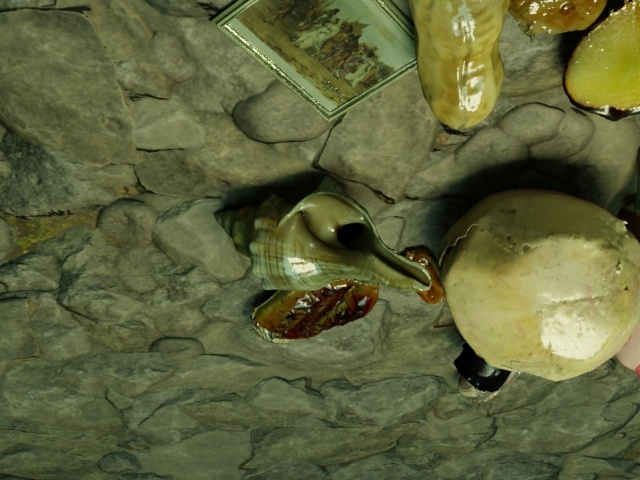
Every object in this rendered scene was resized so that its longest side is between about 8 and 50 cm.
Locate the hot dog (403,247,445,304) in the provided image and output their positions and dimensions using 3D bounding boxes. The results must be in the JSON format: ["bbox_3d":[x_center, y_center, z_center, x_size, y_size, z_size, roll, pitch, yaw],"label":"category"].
[{"bbox_3d":[0.202,0.070,1.790,0.071,0.045,0.165,-20,140,20],"label":"hot dog"}]

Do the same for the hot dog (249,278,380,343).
[{"bbox_3d":[-0.012,0.127,1.808,0.270,0.082,0.162,-31,134,30],"label":"hot dog"}]

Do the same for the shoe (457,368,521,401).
[{"bbox_3d":[0.358,0.287,2.059,0.092,0.089,0.180,23,131,-34],"label":"shoe"}]

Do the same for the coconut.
[{"bbox_3d":[0.372,0.064,1.611,0.352,0.353,0.353,-4,142,-3],"label":"coconut"}]

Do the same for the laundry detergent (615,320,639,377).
[{"bbox_3d":[0.576,0.146,1.699,0.087,0.335,0.159,3,141,-19],"label":"laundry detergent"}]

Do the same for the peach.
[{"bbox_3d":[0.438,-0.277,1.345,0.189,0.068,0.279,-12,148,3],"label":"peach"}]

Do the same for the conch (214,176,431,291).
[{"bbox_3d":[0.001,-0.004,1.571,0.386,0.169,0.203,9,106,6],"label":"conch"}]

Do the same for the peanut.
[{"bbox_3d":[0.183,-0.281,1.251,0.147,0.147,0.305,-7,142,2],"label":"peanut"}]

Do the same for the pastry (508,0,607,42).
[{"bbox_3d":[0.318,-0.339,1.251,0.153,0.081,0.153,-5,134,-5],"label":"pastry"}]

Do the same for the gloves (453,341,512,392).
[{"bbox_3d":[0.399,0.185,1.884,0.301,0.152,0.197,-31,156,21],"label":"gloves"}]

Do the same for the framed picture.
[{"bbox_3d":[0.011,-0.286,1.329,0.217,0.017,0.274,-31,136,28],"label":"framed picture"}]

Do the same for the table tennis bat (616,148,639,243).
[{"bbox_3d":[0.551,-0.022,1.610,0.021,0.154,0.274,-6,108,-16],"label":"table tennis bat"}]
